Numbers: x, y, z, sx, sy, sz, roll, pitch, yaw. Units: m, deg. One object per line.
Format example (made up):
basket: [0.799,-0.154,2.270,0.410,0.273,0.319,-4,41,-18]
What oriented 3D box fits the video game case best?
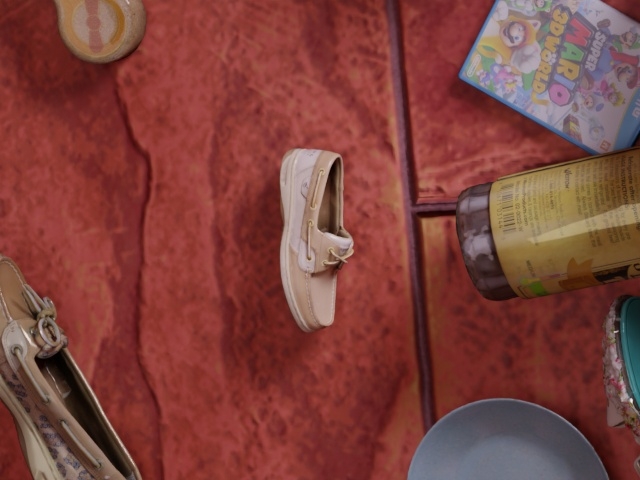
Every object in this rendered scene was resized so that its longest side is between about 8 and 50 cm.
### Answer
video game case: [0.216,-0.153,1.629,0.166,0.015,0.119,32,108,15]

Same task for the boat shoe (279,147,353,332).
boat shoe: [0.000,0.000,1.715,0.059,0.063,0.170,-2,96,29]

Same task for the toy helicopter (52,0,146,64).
toy helicopter: [-0.273,-0.328,1.769,0.235,0.140,0.355,-35,94,14]

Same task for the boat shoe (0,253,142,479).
boat shoe: [-0.261,0.133,1.829,0.089,0.104,0.285,-21,100,19]

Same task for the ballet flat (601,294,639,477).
ballet flat: [0.289,0.166,1.611,0.077,0.091,0.241,-32,81,46]

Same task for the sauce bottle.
sauce bottle: [0.287,-0.029,1.564,0.344,0.111,0.111,-12,93,25]

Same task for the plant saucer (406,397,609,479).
plant saucer: [0.173,0.233,1.690,0.195,0.037,0.195,3,99,22]
